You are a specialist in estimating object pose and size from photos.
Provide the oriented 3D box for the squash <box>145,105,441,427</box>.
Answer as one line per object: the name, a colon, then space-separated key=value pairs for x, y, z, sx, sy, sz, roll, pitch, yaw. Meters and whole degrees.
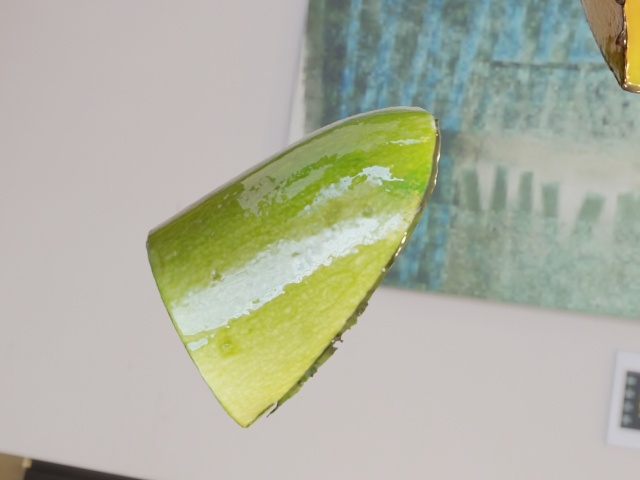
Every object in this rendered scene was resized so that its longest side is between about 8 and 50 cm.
squash: x=0.000 y=0.000 z=1.070 sx=0.210 sy=0.308 sz=0.234 roll=62 pitch=2 yaw=-28

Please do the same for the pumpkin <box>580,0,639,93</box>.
pumpkin: x=0.248 y=-0.273 z=0.711 sx=0.148 sy=0.169 sz=0.312 roll=-100 pitch=172 yaw=-50
